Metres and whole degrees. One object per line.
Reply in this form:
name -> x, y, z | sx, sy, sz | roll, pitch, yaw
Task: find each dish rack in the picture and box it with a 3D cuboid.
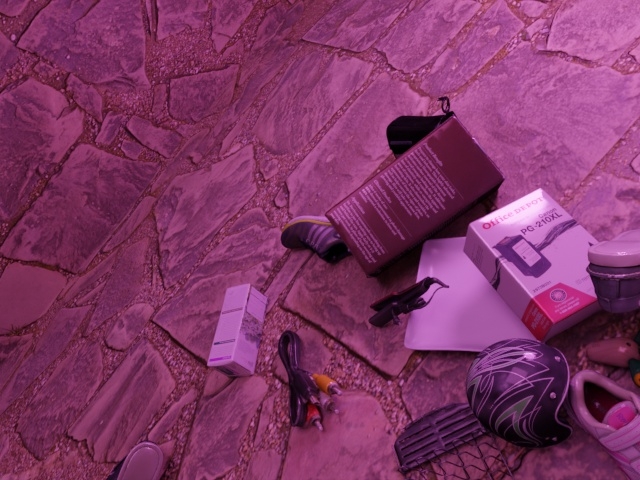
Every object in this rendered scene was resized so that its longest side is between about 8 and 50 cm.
dish rack -> 0.230, 0.414, 0.785 | 0.208, 0.074, 0.272 | -32, 41, 13

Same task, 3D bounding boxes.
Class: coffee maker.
coffee maker -> 0.283, -0.305, 1.280 | 0.178, 0.120, 0.172 | 14, 110, 44

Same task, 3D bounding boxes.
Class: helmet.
helmet -> 0.326, 0.243, 0.761 | 0.169, 0.162, 0.169 | -27, 26, 15

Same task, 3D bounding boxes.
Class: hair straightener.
hair straightener -> 0.187, 0.148, 1.006 | 0.230, 0.047, 0.089 | -34, 33, 44

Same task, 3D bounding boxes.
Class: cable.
cable -> -0.044, 0.336, 1.112 | 0.140, 0.072, 0.287 | -60, 28, 7

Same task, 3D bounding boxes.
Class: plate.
plate -> 0.331, 0.113, 0.978 | 0.277, 0.045, 0.278 | -6, 52, 36

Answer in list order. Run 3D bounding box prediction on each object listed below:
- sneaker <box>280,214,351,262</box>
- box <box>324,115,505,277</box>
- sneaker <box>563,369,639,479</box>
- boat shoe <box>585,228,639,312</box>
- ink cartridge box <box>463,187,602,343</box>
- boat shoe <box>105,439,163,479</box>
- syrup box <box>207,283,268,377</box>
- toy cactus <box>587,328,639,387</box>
sneaker -> 0.000, 0.000, 1.301 | 0.299, 0.111, 0.122 | -7, 56, 38
box -> 0.221, -0.096, 1.115 | 0.381, 0.143, 0.191 | -36, 77, 10
sneaker -> 0.457, 0.290, 0.673 | 0.103, 0.111, 0.252 | -44, 41, 0
boat shoe -> 0.536, 0.039, 0.746 | 0.116, 0.319, 0.099 | 3, 101, 56
ink cartridge box -> 0.409, 0.040, 0.860 | 0.171, 0.100, 0.237 | -26, 56, -7
boat shoe -> -0.510, 0.664, 1.156 | 0.341, 0.127, 0.113 | -68, 16, -15
syrup box -> -0.225, 0.248, 1.281 | 0.096, 0.093, 0.237 | -15, 49, 29
toy cactus -> 0.516, 0.173, 0.727 | 0.180, 0.112, 0.219 | -19, 35, 51
